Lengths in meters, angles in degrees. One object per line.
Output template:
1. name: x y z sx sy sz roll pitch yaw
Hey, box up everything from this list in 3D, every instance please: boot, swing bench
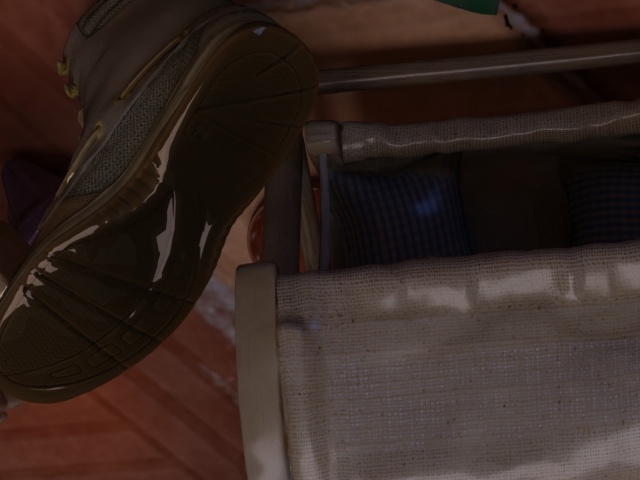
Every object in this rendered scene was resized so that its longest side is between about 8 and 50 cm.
1. boot: -0.099 -0.037 0.859 0.077 0.165 0.213 33 100 -31
2. swing bench: 0.100 0.029 0.851 0.253 0.255 0.165 -6 125 8

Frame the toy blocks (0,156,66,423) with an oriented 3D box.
1. toy blocks: -0.304 0.003 0.955 0.288 0.309 0.260 -44 79 21

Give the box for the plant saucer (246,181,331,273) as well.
1. plant saucer: 0.000 0.000 1.007 0.083 0.013 0.083 4 128 5

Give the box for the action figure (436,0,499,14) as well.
1. action figure: -0.019 -0.174 0.844 0.232 0.063 0.137 11 132 3
